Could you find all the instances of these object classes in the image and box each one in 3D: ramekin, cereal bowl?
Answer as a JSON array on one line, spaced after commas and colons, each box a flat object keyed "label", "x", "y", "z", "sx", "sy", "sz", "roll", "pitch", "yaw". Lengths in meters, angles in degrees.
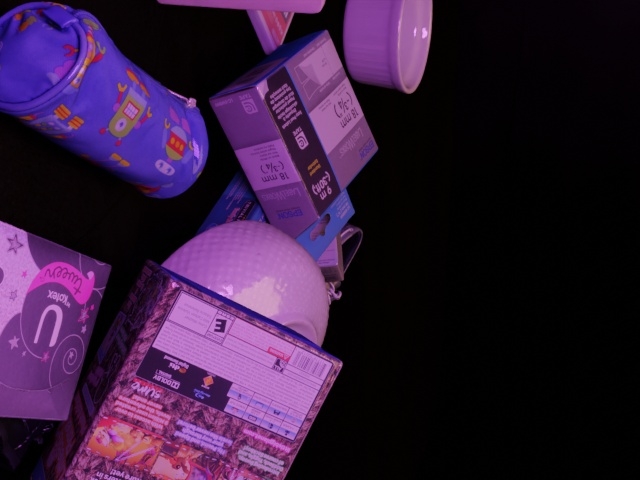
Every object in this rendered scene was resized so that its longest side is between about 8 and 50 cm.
[{"label": "ramekin", "x": 0.150, "y": -0.470, "z": 1.717, "sx": 0.277, "sy": 0.135, "sz": 0.277, "roll": 9, "pitch": 90, "yaw": -71}, {"label": "cereal bowl", "x": -0.107, "y": 0.147, "z": 1.101, "sx": 0.339, "sy": 0.141, "sz": 0.339, "roll": -31, "pitch": 136, "yaw": -35}]

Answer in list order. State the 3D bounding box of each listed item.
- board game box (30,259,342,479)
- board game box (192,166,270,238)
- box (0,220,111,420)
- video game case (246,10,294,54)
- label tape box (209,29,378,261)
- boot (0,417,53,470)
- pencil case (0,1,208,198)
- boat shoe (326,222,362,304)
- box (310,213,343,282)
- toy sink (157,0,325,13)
[{"label": "board game box", "x": -0.156, "y": 0.207, "z": 0.900, "sx": 0.232, "sy": 0.141, "sz": 0.291, "roll": 30, "pitch": 85, "yaw": -24}, {"label": "board game box", "x": -0.120, "y": 0.087, "z": 1.309, "sx": 0.336, "sy": 0.079, "sz": 0.253, "roll": 80, "pitch": 28, "yaw": -43}, {"label": "box", "x": -0.316, "y": 0.056, "z": 0.657, "sx": 0.247, "sy": 0.142, "sz": 0.163, "roll": 42, "pitch": 60, "yaw": -68}, {"label": "video game case", "x": -0.065, "y": -0.481, "z": 1.280, "sx": 0.204, "sy": 0.025, "sz": 0.285, "roll": 63, "pitch": 41, "yaw": -59}, {"label": "label tape box", "x": -0.011, "y": -0.136, "z": 1.253, "sx": 0.240, "sy": 0.106, "sz": 0.333, "roll": -51, "pitch": 123, "yaw": -47}, {"label": "boot", "x": -0.324, "y": 0.181, "z": 0.838, "sx": 0.121, "sy": 0.045, "sz": 0.099, "roll": 89, "pitch": 23, "yaw": -46}, {"label": "pencil case", "x": -0.226, "y": -0.144, "z": 0.843, "sx": 0.133, "sy": 0.119, "sz": 0.306, "roll": -55, "pitch": 159, "yaw": 0}, {"label": "boat shoe", "x": 0.000, "y": 0.079, "z": 1.607, "sx": 0.116, "sy": 0.099, "sz": 0.319, "roll": 78, "pitch": 29, "yaw": -47}, {"label": "box", "x": 0.000, "y": 0.000, "z": 1.472, "sx": 0.126, "sy": 0.072, "sz": 0.137, "roll": 69, "pitch": 17, "yaw": -72}, {"label": "toy sink", "x": -0.093, "y": -0.382, "z": 0.939, "sx": 0.152, "sy": 0.234, "sz": 0.131, "roll": 76, "pitch": 30, "yaw": -46}]
